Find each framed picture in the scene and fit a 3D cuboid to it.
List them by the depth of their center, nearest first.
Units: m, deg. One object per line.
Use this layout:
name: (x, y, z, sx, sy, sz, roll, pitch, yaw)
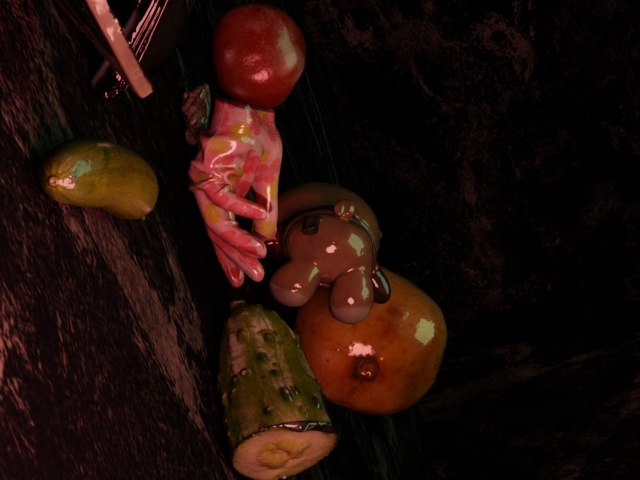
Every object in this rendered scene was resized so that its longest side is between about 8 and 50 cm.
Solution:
framed picture: (-0.258, -0.298, 1.062, 0.247, 0.022, 0.335, 48, -12, 41)

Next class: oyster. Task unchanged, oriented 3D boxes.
oyster: (-0.177, -0.173, 1.745, 0.100, 0.037, 0.098, 164, -70, -78)

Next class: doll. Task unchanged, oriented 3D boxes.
doll: (0.000, 0.000, 1.912, 0.330, 0.235, 0.174, -111, -146, -75)

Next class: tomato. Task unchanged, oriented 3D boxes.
tomato: (-0.098, -0.301, 2.082, 0.187, 0.151, 0.187, -11, 90, -86)

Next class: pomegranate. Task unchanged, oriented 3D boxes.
pomegranate: (0.080, 0.161, 2.049, 0.260, 0.260, 0.260, -15, 90, -82)

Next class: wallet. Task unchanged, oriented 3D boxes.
wallet: (-0.182, -0.258, 1.455, 0.045, 0.172, 0.318, 29, 14, -5)

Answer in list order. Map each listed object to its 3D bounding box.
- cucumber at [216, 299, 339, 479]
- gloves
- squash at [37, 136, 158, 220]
cucumber: (-0.071, 0.165, 1.526, 0.134, 0.134, 0.244, 64, 3, -52)
gloves: (-0.114, -0.061, 1.661, 0.145, 0.126, 0.241, -74, 177, -84)
squash: (-0.203, -0.059, 1.188, 0.258, 0.069, 0.069, 18, 57, -81)
